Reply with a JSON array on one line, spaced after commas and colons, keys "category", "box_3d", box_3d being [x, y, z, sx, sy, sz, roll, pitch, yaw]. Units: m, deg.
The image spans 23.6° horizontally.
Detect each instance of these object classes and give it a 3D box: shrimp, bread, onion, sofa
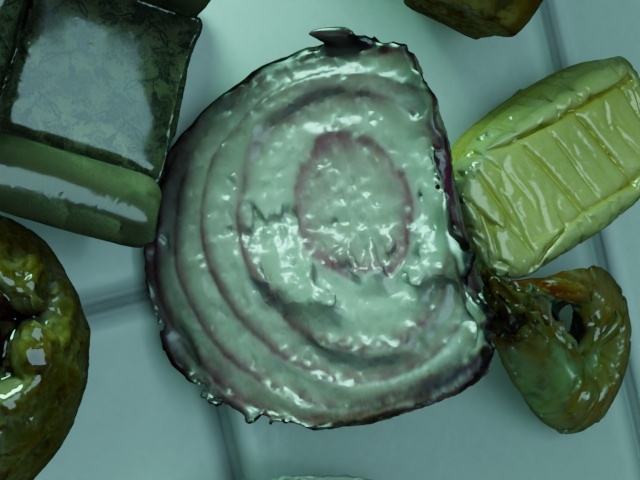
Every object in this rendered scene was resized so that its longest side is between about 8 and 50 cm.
[{"category": "shrimp", "box_3d": [0.209, 0.080, 1.346, 0.267, 0.061, 0.145, 37, 82, -44]}, {"category": "bread", "box_3d": [-0.282, 0.089, 1.163, 0.230, 0.123, 0.230, 0, 90, -21]}, {"category": "bread", "box_3d": [0.201, -0.064, 1.375, 0.236, 0.106, 0.140, -35, 102, -20]}, {"category": "onion", "box_3d": [0.000, 0.000, 1.271, 0.280, 0.146, 0.314, -15, 82, 17]}, {"category": "sofa", "box_3d": [-0.183, -0.135, 1.180, 0.200, 0.182, 0.258, 18, 81, -21]}]

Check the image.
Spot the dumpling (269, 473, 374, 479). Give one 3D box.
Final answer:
[{"category": "dumpling", "box_3d": [0.042, 0.345, 1.260, 0.341, 0.181, 0.260, 32, 65, 5]}]

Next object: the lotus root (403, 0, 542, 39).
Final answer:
[{"category": "lotus root", "box_3d": [0.127, -0.325, 1.321, 0.193, 0.193, 0.291, 14, 82, -21]}]
